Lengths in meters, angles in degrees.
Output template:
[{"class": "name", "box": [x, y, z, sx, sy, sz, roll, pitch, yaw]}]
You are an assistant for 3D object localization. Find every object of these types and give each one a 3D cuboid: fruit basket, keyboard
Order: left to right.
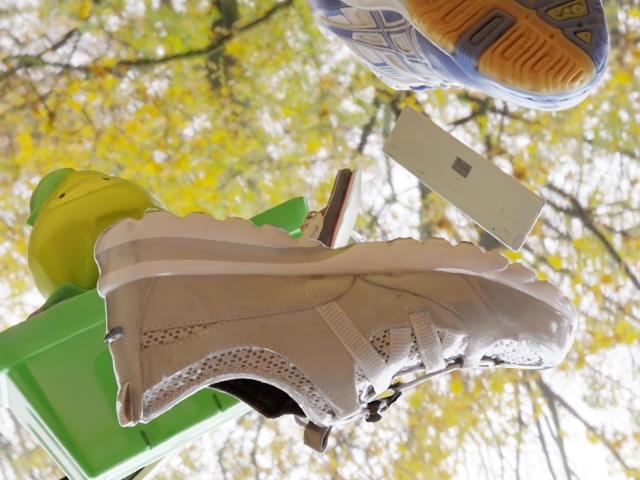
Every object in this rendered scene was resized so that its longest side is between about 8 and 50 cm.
[{"class": "fruit basket", "box": [-0.205, 0.046, 1.226, 0.392, 0.283, 0.392, 4, -109, -13]}, {"class": "keyboard", "box": [0.172, -0.082, 1.392, 0.256, 0.014, 0.072, 41, -74, 38]}]

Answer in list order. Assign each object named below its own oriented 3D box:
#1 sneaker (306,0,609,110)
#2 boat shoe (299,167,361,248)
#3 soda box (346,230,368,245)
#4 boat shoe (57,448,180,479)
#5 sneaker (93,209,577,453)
[{"class": "sneaker", "box": [0.091, -0.158, 0.804, 0.112, 0.131, 0.296, -35, -130, -15]}, {"class": "boat shoe", "box": [0.000, 0.000, 0.958, 0.043, 0.049, 0.137, 21, -78, 17]}, {"class": "soda box", "box": [0.039, 0.030, 1.508, 0.074, 0.216, 0.069, 44, -85, 11]}, {"class": "boat shoe", "box": [-0.284, 0.314, 1.627, 0.319, 0.099, 0.116, -45, 172, 29]}, {"class": "sneaker", "box": [0.012, 0.060, 0.616, 0.105, 0.281, 0.115, 148, -55, -66]}]
